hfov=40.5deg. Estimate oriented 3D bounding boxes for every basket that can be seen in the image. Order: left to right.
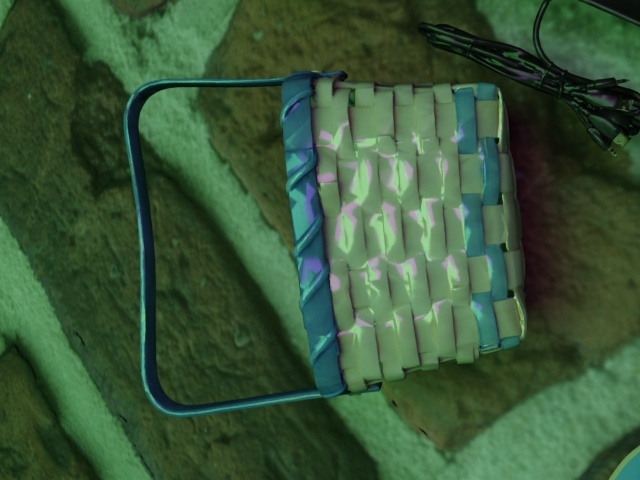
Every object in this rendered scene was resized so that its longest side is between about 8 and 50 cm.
[{"bbox_3d":[0.000,0.000,0.640,0.289,0.201,0.254,-3,92,6],"label":"basket"}]

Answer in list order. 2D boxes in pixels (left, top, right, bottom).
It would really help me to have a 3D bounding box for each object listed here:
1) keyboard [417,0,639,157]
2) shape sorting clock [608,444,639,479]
[{"bbox_3d":[0.162,-0.184,0.567,0.317,0.033,0.201,29,104,12],"label":"keyboard"},{"bbox_3d":[0.281,0.219,0.568,0.206,0.040,0.206,4,96,37],"label":"shape sorting clock"}]
